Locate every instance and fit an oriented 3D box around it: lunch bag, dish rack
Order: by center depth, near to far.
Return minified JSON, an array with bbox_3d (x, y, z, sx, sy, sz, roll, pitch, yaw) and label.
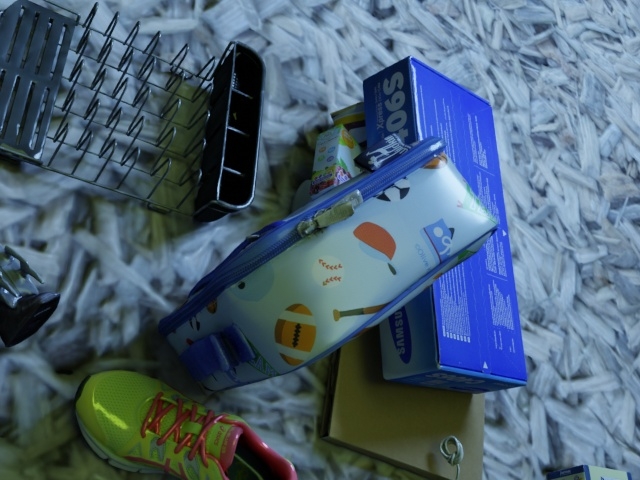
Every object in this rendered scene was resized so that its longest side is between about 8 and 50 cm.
[{"bbox_3d":[-0.011,0.032,0.677,0.243,0.303,0.115,-31,87,-26],"label":"lunch bag"},{"bbox_3d":[-0.193,-0.139,0.802,0.272,0.074,0.208,19,55,-27],"label":"dish rack"}]

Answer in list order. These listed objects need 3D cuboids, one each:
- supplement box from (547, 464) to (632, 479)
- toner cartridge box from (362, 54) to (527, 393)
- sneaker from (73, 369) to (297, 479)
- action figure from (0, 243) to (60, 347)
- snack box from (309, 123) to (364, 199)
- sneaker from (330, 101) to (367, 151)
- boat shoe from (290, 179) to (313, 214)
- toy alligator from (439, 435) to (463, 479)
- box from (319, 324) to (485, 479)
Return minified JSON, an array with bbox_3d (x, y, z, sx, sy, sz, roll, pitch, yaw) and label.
[{"bbox_3d":[0.317,0.310,0.940,0.083,0.056,0.083,17,57,-28],"label":"supplement box"},{"bbox_3d":[0.135,-0.014,0.900,0.165,0.075,0.347,17,62,-42],"label":"toner cartridge box"},{"bbox_3d":[-0.106,0.166,0.686,0.209,0.094,0.081,32,53,-16],"label":"sneaker"},{"bbox_3d":[-0.327,-0.034,0.634,0.185,0.099,0.285,-32,83,-33],"label":"action figure"},{"bbox_3d":[0.046,-0.047,0.911,0.141,0.037,0.100,46,34,-35],"label":"snack box"},{"bbox_3d":[0.089,-0.130,1.015,0.186,0.070,0.083,-12,91,-40],"label":"sneaker"},{"bbox_3d":[0.000,0.000,0.884,0.043,0.049,0.137,8,64,-36],"label":"boat shoe"},{"bbox_3d":[0.145,0.299,0.826,0.051,0.056,0.189,54,31,-61],"label":"toy alligator"},{"bbox_3d":[0.097,0.167,0.881,0.201,0.021,0.164,26,54,-23],"label":"box"}]
